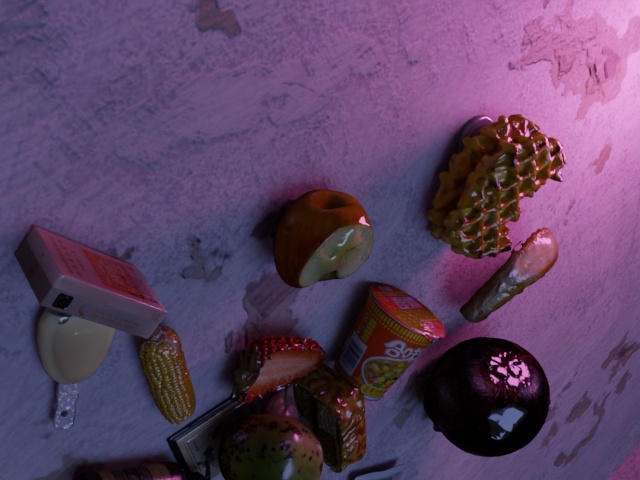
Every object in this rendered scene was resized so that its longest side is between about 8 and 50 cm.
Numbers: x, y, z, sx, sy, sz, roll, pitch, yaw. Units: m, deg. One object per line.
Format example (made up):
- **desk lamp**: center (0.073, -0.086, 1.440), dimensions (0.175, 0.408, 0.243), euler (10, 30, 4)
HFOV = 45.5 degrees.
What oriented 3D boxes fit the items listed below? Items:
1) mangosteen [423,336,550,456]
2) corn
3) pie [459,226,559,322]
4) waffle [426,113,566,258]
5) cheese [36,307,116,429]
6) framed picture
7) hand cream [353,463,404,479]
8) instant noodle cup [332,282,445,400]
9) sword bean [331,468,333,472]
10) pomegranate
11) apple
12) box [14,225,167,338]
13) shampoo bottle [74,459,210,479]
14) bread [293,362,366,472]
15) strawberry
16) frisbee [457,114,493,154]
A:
- **mangosteen**: center (0.422, 0.402, 1.937), dimensions (0.330, 0.330, 0.330), euler (-22, 129, -29)
- **corn**: center (-0.276, 0.244, 1.378), dimensions (0.080, 0.080, 0.238), euler (-26, 134, -26)
- **pie**: center (0.458, 0.091, 1.831), dimensions (0.315, 0.092, 0.315), euler (-40, 167, -11)
- **waffle**: center (0.380, -0.112, 1.654), dimensions (0.261, 0.151, 0.324), euler (14, 111, -50)
- **cheese**: center (-0.410, 0.210, 1.260), dimensions (0.127, 0.054, 0.251), euler (-4, 119, -36)
- **framed picture**: center (-0.212, 0.421, 1.602), dimensions (0.199, 0.010, 0.195), euler (-31, 133, -22)
- **hand cream**: center (0.118, 0.775, 2.067), dimensions (0.185, 0.118, 0.358), euler (1, 108, -38)
- **instant noodle cup**: center (0.136, 0.232, 1.669), dimensions (0.193, 0.193, 0.212), euler (13, 116, -45)
- **sword bean**: center (0.057, 0.555, 1.925), dimensions (0.083, 0.012, 0.012), euler (-38, 136, -17)
- **pomegranate**: center (-0.098, 0.409, 1.563), dimensions (0.214, 0.214, 0.247), euler (34, 57, -48)
- **apple**: center (0.000, 0.000, 1.397), dimensions (0.195, 0.160, 0.173), euler (-11, 119, -34)
- **box**: center (-0.345, 0.066, 1.156), dimensions (0.058, 0.141, 0.201), euler (-52, 137, 7)
- **shampoo bottle**: center (-0.331, 0.483, 1.472), dimensions (0.284, 0.101, 0.101), euler (8, 111, -44)
- **bread**: center (0.019, 0.380, 1.651), dimensions (0.096, 0.181, 0.222), euler (-32, 134, -36)
- **strawberry**: center (-0.098, 0.252, 1.543), dimensions (0.208, 0.087, 0.167), euler (6, 121, -52)
- **frisbee**: center (0.339, -0.219, 1.656), dimensions (0.110, 0.014, 0.110), euler (-21, 129, -29)
